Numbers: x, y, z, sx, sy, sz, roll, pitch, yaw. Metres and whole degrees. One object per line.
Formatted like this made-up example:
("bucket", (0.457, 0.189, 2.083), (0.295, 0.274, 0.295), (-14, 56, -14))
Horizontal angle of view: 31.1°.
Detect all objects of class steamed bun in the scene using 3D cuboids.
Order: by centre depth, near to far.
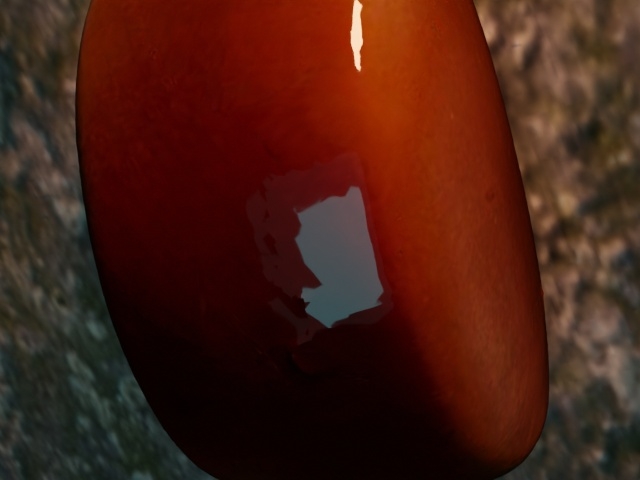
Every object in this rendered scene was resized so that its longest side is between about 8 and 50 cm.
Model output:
("steamed bun", (0.000, 0.000, 0.695), (0.235, 0.248, 0.379), (-7, 118, 23))
